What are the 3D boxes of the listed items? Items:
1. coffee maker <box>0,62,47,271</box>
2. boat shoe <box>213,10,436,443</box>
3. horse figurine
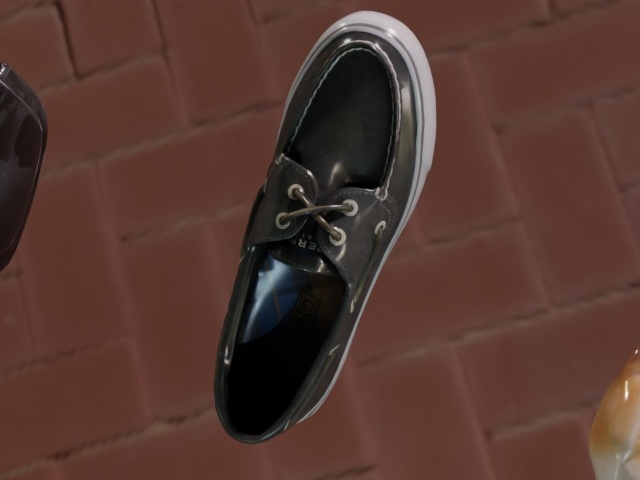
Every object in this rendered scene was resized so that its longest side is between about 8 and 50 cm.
[{"bbox_3d":[-0.242,-0.053,0.955,0.178,0.171,0.120,10,98,15],"label":"coffee maker"},{"bbox_3d":[0.000,0.000,0.551,0.049,0.040,0.142,19,111,9],"label":"boat shoe"},{"bbox_3d":[0.226,0.157,1.109,0.174,0.066,0.263,6,84,-17],"label":"horse figurine"}]
